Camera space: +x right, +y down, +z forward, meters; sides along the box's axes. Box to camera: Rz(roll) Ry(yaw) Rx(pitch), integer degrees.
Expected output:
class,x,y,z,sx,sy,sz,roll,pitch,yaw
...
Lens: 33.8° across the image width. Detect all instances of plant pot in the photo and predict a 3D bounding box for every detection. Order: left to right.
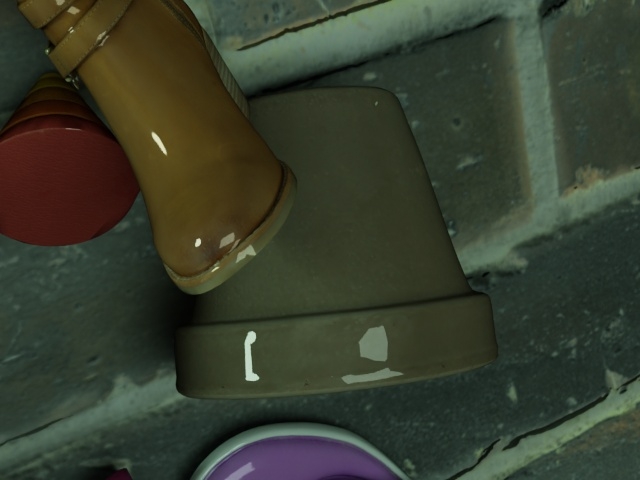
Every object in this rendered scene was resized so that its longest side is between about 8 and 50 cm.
class,x,y,z,sx,sy,sz,roll,pitch,yaw
plant pot,0.000,0.000,0.868,0.263,0.263,0.229,-6,87,-27

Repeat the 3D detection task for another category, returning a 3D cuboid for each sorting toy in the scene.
class,x,y,z,sx,sy,sz,roll,pitch,yaw
sorting toy,-0.307,-0.101,0.737,0.365,0.126,0.127,11,135,-27

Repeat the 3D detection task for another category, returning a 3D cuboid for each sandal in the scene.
class,x,y,z,sx,sy,sz,roll,pitch,yaw
sandal,0.056,0.300,1.035,0.416,0.102,0.169,32,86,-31

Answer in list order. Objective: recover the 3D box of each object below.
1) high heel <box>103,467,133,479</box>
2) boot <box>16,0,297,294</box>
class,x,y,z,sx,sy,sz,roll,pitch,yaw
high heel,-0.095,0.362,0.957,0.377,0.127,0.181,39,83,-32
boot,-0.119,-0.110,0.673,0.109,0.283,0.220,-30,123,15
